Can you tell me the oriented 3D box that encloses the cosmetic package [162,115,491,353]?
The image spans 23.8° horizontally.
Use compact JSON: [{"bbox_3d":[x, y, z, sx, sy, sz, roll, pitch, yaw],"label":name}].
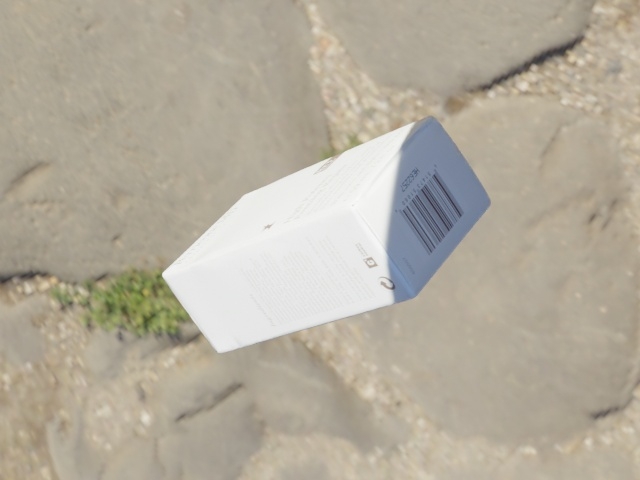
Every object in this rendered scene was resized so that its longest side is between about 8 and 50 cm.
[{"bbox_3d":[0.000,0.000,1.099,0.085,0.231,0.117,55,49,-15],"label":"cosmetic package"}]
